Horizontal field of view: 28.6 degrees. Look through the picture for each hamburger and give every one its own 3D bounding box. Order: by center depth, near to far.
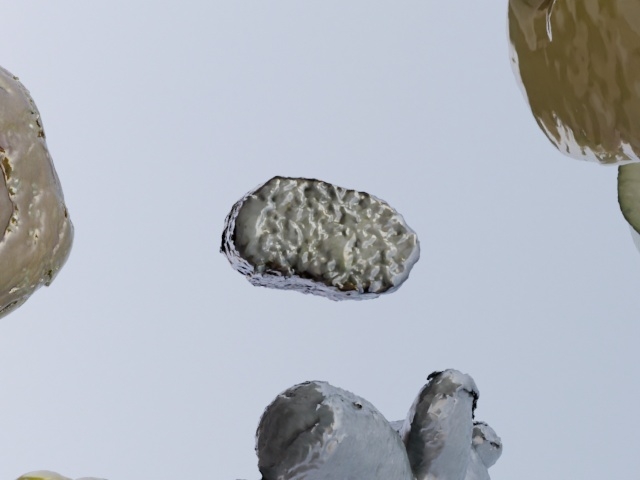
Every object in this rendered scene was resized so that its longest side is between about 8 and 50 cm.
[{"bbox_3d":[-0.353,-0.041,1.161,0.134,0.265,0.285,-13,-75,30],"label":"hamburger"}]

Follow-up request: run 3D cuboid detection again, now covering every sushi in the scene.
[{"bbox_3d":[0.000,0.000,0.979,0.078,0.150,0.090,144,-47,-73],"label":"sushi"}]

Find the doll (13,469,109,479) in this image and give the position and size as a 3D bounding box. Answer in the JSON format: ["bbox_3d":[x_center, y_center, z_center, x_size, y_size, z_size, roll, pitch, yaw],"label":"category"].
[{"bbox_3d":[-0.198,0.354,1.240,0.423,0.348,0.161,-42,-149,56],"label":"doll"}]

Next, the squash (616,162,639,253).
[{"bbox_3d":[0.315,-0.043,0.850,0.219,0.041,0.219,-16,-139,14],"label":"squash"}]

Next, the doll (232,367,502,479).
[{"bbox_3d":[0.011,0.173,0.868,0.246,0.340,0.158,-50,-129,4],"label":"doll"}]

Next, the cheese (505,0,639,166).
[{"bbox_3d":[0.179,-0.204,0.498,0.384,0.104,0.384,163,-90,-72],"label":"cheese"}]
